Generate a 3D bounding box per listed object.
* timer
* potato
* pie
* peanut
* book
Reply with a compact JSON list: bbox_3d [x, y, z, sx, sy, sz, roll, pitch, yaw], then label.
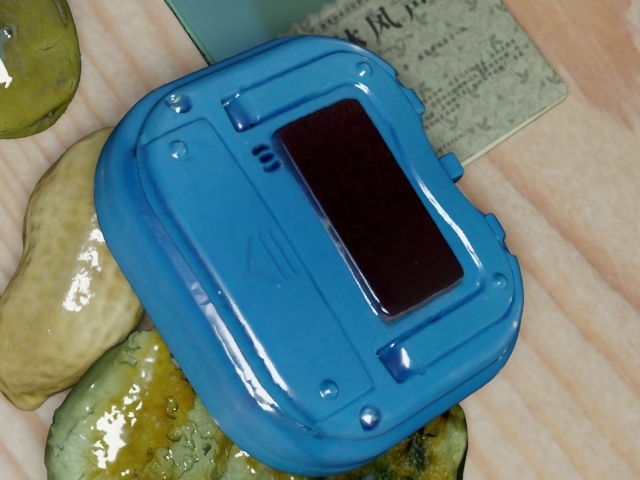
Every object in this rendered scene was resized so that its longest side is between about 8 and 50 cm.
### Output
[{"bbox_3d":[0.000,0.000,1.275,0.309,0.115,0.340,-28,83,-38],"label":"timer"},{"bbox_3d":[-0.309,-0.191,1.333,0.248,0.143,0.169,44,89,0],"label":"potato"},{"bbox_3d":[-0.048,0.212,1.312,0.371,0.078,0.296,7,89,-23],"label":"pie"},{"bbox_3d":[-0.200,0.024,1.328,0.122,0.137,0.253,27,79,-39],"label":"peanut"},{"bbox_3d":[0.015,-0.213,1.434,0.264,0.031,0.379,-35,87,-12],"label":"book"}]
